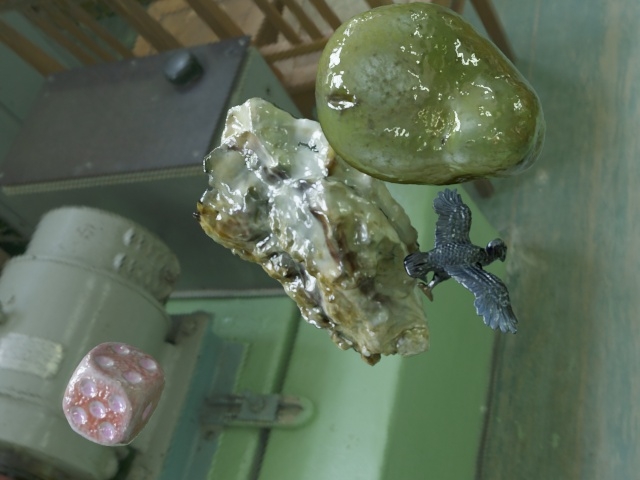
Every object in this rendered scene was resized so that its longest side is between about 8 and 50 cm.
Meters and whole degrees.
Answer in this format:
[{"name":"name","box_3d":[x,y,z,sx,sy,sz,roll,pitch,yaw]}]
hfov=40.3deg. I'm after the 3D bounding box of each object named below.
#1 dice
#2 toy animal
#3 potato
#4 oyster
[{"name":"dice","box_3d":[-0.247,0.184,1.050,0.091,0.093,0.094,27,109,7]},{"name":"toy animal","box_3d":[0.149,0.022,0.943,0.108,0.062,0.220,-23,46,13]},{"name":"potato","box_3d":[0.098,-0.118,0.749,0.194,0.157,0.157,24,71,18]},{"name":"oyster","box_3d":[0.001,-0.001,0.987,0.201,0.354,0.107,-48,4,19]}]
